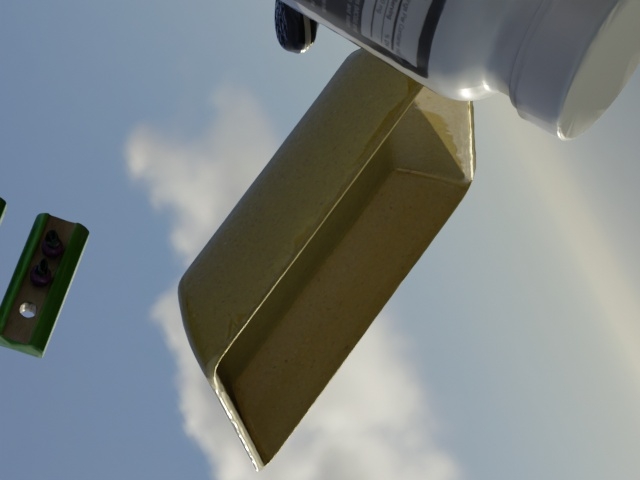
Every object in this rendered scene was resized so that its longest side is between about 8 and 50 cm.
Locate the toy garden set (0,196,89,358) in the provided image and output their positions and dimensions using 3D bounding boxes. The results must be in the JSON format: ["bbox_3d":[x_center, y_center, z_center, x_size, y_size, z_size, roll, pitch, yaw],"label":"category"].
[{"bbox_3d":[-0.316,0.033,1.434,0.049,0.244,0.204,110,178,-61],"label":"toy garden set"}]

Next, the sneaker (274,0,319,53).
[{"bbox_3d":[0.012,-0.263,1.778,0.084,0.097,0.235,95,-179,-50],"label":"sneaker"}]

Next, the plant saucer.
[{"bbox_3d":[0.000,0.000,1.588,0.081,0.333,0.333,33,166,16],"label":"plant saucer"}]

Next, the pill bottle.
[{"bbox_3d":[0.072,-0.187,1.248,0.278,0.162,0.162,32,177,19],"label":"pill bottle"}]
